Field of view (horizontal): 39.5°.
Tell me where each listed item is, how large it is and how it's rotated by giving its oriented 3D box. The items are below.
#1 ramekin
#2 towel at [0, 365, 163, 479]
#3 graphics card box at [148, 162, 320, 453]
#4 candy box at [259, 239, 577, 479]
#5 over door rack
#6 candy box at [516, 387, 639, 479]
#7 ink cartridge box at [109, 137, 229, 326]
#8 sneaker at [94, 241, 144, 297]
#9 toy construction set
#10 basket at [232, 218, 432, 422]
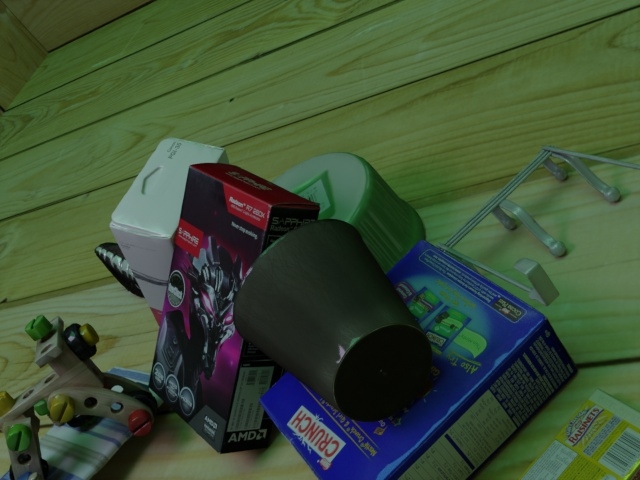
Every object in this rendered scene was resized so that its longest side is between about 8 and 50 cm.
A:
[{"bbox_3d":[0.000,0.000,1.431,0.303,0.148,0.303,-26,35,20],"label":"ramekin"},{"bbox_3d":[-0.382,0.322,1.484,0.209,0.034,0.285,-1,37,45],"label":"towel"},{"bbox_3d":[-0.135,0.092,1.305,0.232,0.094,0.371,27,110,48],"label":"graphics card box"},{"bbox_3d":[0.112,0.183,1.125,0.317,0.122,0.268,-42,34,-6],"label":"candy box"},{"bbox_3d":[0.304,-0.017,1.162,0.239,0.108,0.324,-43,12,-6],"label":"over door rack"},{"bbox_3d":[0.274,0.259,0.957,0.206,0.027,0.105,-45,31,-9],"label":"candy box"},{"bbox_3d":[-0.223,0.000,1.514,0.117,0.283,0.207,13,54,19],"label":"ink cartridge box"},{"bbox_3d":[-0.321,0.032,1.776,0.281,0.106,0.162,24,62,43],"label":"sneaker"},{"bbox_3d":[-0.412,0.257,1.318,0.257,0.237,0.309,-18,27,19],"label":"toy construction set"},{"bbox_3d":[0.021,0.103,1.068,0.204,0.154,0.227,-43,36,-2],"label":"basket"}]
